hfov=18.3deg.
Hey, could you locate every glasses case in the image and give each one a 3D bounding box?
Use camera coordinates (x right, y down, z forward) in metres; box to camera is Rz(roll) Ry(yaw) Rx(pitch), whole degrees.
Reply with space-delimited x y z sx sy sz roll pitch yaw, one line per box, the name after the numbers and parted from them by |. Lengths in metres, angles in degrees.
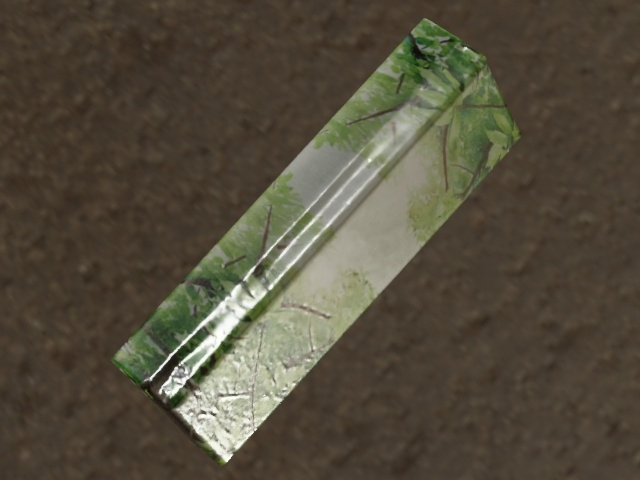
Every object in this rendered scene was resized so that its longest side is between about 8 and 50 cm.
0.000 0.000 1.165 0.272 0.062 0.095 -47 148 -9 | glasses case
